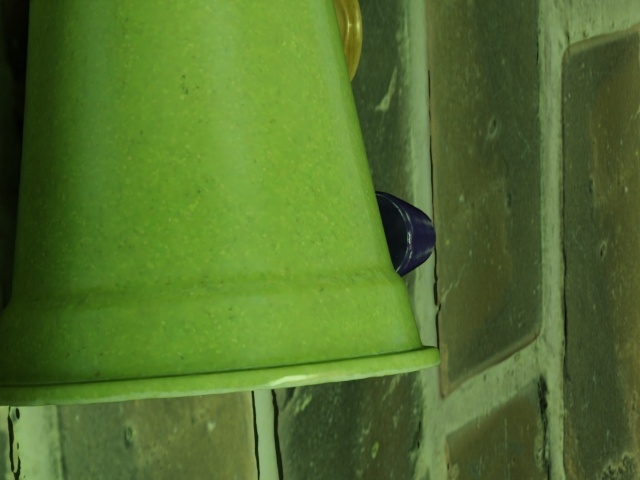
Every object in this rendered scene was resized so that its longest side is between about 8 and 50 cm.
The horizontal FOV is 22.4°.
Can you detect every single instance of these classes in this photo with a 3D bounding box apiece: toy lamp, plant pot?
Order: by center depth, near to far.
[{"bbox_3d":[-0.076,-0.039,0.979,0.276,0.276,0.254,-2,86,-56],"label":"plant pot"},{"bbox_3d":[0.000,0.000,1.230,0.274,0.080,0.080,-3,99,-57],"label":"toy lamp"}]

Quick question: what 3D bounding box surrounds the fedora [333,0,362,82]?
[{"bbox_3d":[-0.026,-0.144,1.162,0.194,0.079,0.194,-16,110,-53],"label":"fedora"}]
